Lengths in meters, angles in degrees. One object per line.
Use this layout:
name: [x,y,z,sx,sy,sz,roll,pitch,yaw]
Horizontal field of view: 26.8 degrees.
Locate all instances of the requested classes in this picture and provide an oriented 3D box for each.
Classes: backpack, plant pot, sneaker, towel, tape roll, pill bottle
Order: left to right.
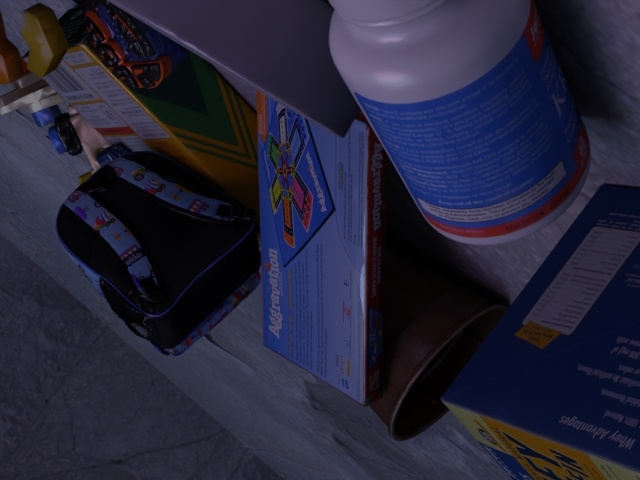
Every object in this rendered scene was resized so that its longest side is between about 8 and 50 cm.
sneaker: [-0.182,-0.235,1.135,0.083,0.087,0.221,-23,102,47]
towel: [-0.188,-0.053,1.431,0.119,0.029,0.067,43,165,-15]
backpack: [-0.162,0.004,1.298,0.173,0.158,0.117,34,156,25]
tape roll: [-0.060,-0.157,0.956,0.219,0.072,0.219,31,-177,-2]
plant pot: [0.068,0.081,1.312,0.165,0.167,0.167,40,166,24]
pill bottle: [0.080,-0.107,0.820,0.124,0.124,0.221,25,159,40]

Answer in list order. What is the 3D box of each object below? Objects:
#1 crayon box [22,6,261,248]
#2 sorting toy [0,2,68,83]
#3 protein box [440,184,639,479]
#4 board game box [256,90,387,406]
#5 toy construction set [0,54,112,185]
crayon box: [-0.139,-0.107,1.380,0.323,0.083,0.203,47,162,-22]
sorting toy: [-0.281,-0.264,1.068,0.229,0.041,0.307,5,124,42]
protein box: [0.228,0.087,0.876,0.136,0.201,0.199,47,162,-27]
board game box: [0.000,0.000,1.203,0.145,0.027,0.281,27,128,39]
toy construction set: [-0.244,-0.092,1.579,0.328,0.151,0.215,51,-173,-13]
